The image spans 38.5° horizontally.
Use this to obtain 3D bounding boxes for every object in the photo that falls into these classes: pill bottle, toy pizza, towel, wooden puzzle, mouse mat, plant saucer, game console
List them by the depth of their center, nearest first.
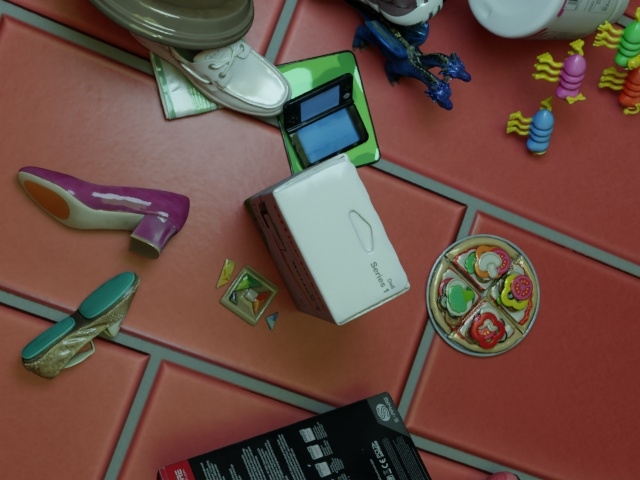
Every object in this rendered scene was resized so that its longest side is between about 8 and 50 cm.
[{"bbox_3d":[-0.220,-0.381,1.311,0.278,0.041,0.278,17,45,-17],"label":"plant saucer"},{"bbox_3d":[-0.179,-0.255,1.413,0.152,0.023,0.113,-15,94,-16],"label":"towel"},{"bbox_3d":[0.363,-0.391,1.417,0.283,0.160,0.160,-13,92,-49],"label":"pill bottle"},{"bbox_3d":[-0.110,0.085,1.420,0.116,0.014,0.078,30,82,-11],"label":"wooden puzzle"},{"bbox_3d":[0.011,-0.185,1.424,0.122,0.107,0.071,-28,67,-13],"label":"game console"},{"bbox_3d":[0.006,-0.199,1.461,0.153,0.007,0.189,-15,93,-13],"label":"mouse mat"},{"bbox_3d":[0.271,0.090,1.501,0.201,0.032,0.201,0,88,-13],"label":"toy pizza"}]

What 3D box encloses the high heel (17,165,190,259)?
[{"bbox_3d":[-0.317,-0.070,1.358,0.244,0.082,0.117,23,51,2],"label":"high heel"}]

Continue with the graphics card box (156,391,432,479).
[{"bbox_3d":[-0.022,0.383,1.316,0.371,0.094,0.233,-16,60,-22],"label":"graphics card box"}]

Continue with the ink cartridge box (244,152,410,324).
[{"bbox_3d":[0.000,0.000,1.310,0.117,0.278,0.201,-27,95,-11],"label":"ink cartridge box"}]

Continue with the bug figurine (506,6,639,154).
[{"bbox_3d":[0.438,-0.248,1.475,0.279,0.216,0.072,-26,57,-12],"label":"bug figurine"}]

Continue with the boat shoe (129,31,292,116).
[{"bbox_3d":[-0.161,-0.275,1.354,0.277,0.096,0.098,29,80,-12],"label":"boat shoe"}]

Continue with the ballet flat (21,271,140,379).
[{"bbox_3d":[-0.340,0.128,1.346,0.206,0.073,0.067,-37,124,-9],"label":"ballet flat"}]

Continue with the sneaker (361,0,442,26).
[{"bbox_3d":[0.058,-0.433,1.341,0.281,0.162,0.106,29,63,30],"label":"sneaker"}]

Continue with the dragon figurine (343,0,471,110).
[{"bbox_3d":[0.114,-0.321,1.419,0.085,0.144,0.289,-43,98,-11],"label":"dragon figurine"}]

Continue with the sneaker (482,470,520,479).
[{"bbox_3d":[0.172,0.428,1.425,0.314,0.116,0.136,-28,93,-13],"label":"sneaker"}]
